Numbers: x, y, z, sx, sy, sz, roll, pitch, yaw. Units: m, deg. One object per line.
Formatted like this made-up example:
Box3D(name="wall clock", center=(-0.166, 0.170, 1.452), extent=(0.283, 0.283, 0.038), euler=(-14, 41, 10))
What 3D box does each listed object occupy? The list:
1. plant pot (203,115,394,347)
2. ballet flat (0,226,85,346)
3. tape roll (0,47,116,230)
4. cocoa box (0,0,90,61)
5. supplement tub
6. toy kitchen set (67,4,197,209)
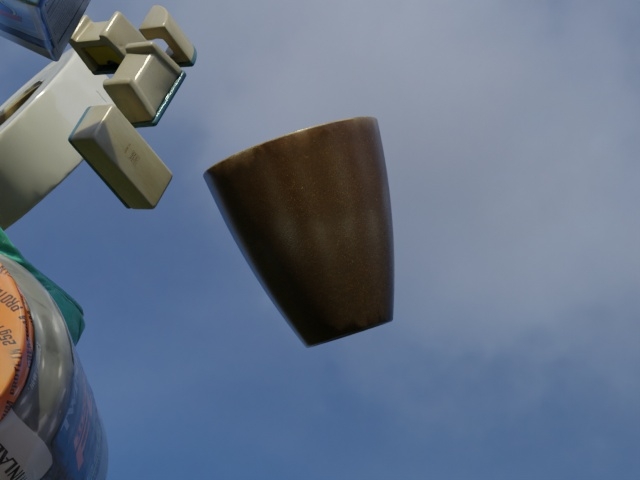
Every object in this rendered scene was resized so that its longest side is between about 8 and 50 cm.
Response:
Box3D(name="plant pot", center=(0.000, 0.000, 1.705), extent=(0.215, 0.215, 0.230), euler=(-23, -98, 44))
Box3D(name="ballet flat", center=(-0.305, 0.029, 1.298), extent=(0.083, 0.087, 0.247), euler=(-24, -57, 32))
Box3D(name="tape roll", center=(-0.388, -0.126, 1.932), extent=(0.100, 0.286, 0.286), euler=(48, -43, -16))
Box3D(name="cocoa box", center=(-0.349, -0.353, 1.321), extent=(0.347, 0.231, 0.228), euler=(26, -7, -3))
Box3D(name="supplement tub", center=(-0.260, 0.122, 1.042), extent=(0.193, 0.194, 0.316), euler=(21, -22, 7))
Box3D(name="toy kitchen set", center=(-0.236, -0.151, 1.683), extent=(0.166, 0.207, 0.122), euler=(1, -38, 38))
